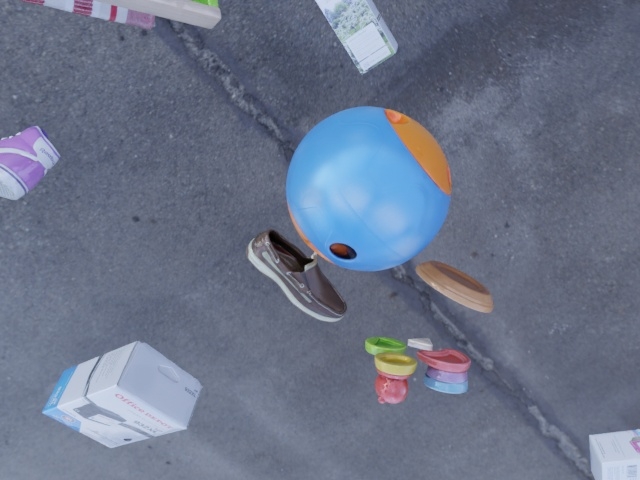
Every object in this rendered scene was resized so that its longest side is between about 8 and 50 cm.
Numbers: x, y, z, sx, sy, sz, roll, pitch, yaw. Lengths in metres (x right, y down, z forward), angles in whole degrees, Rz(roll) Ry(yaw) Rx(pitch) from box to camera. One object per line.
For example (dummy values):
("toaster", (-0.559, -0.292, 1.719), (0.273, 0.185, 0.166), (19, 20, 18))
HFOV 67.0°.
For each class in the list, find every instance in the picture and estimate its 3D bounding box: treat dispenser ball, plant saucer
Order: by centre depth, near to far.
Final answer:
("treat dispenser ball", (0.083, -0.089, 0.857), (0.289, 0.288, 0.287), (3, 123, 4))
("plant saucer", (0.323, 0.101, 1.147), (0.200, 0.200, 0.037), (24, 105, -10))

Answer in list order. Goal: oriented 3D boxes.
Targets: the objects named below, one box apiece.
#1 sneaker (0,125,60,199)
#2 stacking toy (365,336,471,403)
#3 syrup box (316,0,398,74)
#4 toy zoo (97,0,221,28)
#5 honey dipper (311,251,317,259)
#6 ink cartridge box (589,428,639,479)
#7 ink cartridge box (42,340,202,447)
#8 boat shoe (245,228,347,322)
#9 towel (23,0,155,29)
("sneaker", (-0.654, -0.175, 1.008), (0.282, 0.161, 0.102), (16, 146, 25))
("stacking toy", (0.279, 0.398, 1.483), (0.309, 0.279, 0.130), (4, 94, -15))
("syrup box", (0.074, -0.510, 1.092), (0.093, 0.096, 0.236), (-26, 113, 27))
("toy zoo", (-0.229, -0.415, 0.575), (0.030, 0.193, 0.292), (-15, 81, 49))
("honey dipper", (0.000, 0.000, 1.325), (0.031, 0.030, 0.160), (16, 132, -5))
("ink cartridge box", (0.462, 0.320, 0.696), (0.123, 0.052, 0.088), (-12, 120, 13))
("ink cartridge box", (-0.495, 0.397, 1.217), (0.308, 0.128, 0.223), (-24, 125, 28))
("boat shoe", (-0.037, 0.074, 1.017), (0.258, 0.095, 0.095), (38, 131, -11))
("towel", (-0.449, -0.543, 0.882), (0.037, 0.329, 0.236), (36, 119, 36))
